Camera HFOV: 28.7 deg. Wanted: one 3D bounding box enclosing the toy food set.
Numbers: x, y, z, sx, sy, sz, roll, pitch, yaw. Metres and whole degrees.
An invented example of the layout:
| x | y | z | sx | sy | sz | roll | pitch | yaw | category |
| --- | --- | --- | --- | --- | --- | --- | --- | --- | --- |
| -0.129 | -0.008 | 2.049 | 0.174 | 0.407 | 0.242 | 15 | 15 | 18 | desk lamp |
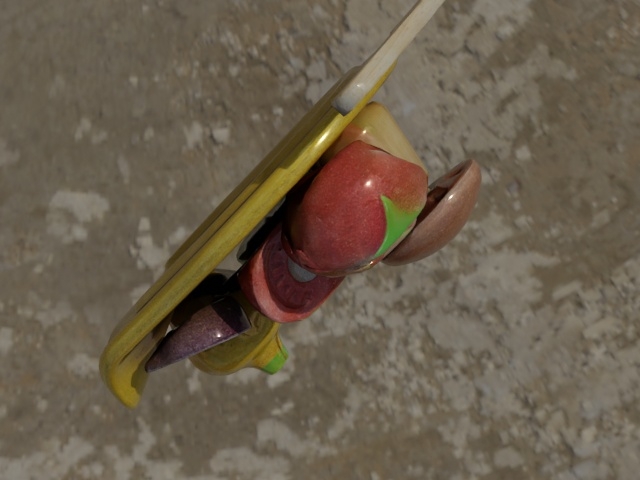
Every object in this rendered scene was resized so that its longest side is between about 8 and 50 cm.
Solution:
| x | y | z | sx | sy | sz | roll | pitch | yaw | category |
| --- | --- | --- | --- | --- | --- | --- | --- | --- | --- |
| 0.000 | 0.000 | 0.467 | 0.071 | 0.128 | 0.218 | 42 | 129 | -6 | toy food set |
